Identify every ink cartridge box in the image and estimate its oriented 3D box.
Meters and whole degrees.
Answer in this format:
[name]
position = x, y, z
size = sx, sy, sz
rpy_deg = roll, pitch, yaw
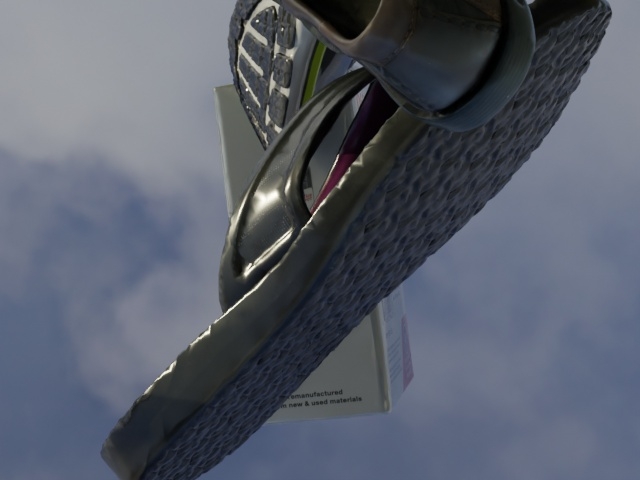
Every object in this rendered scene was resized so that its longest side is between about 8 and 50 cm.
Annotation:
[ink cartridge box]
position = 0.000, 0.000, 1.108
size = 0.114, 0.197, 0.273
rpy_deg = -6, -89, 10

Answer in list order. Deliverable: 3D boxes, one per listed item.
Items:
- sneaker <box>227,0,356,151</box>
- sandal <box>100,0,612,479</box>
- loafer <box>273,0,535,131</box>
[sneaker]
position = 0.022, -0.167, 0.901
size = 0.121, 0.300, 0.111
rpy_deg = -5, -132, -27
[sandal]
position = -0.003, -0.011, 0.847
size = 0.107, 0.446, 0.167
rpy_deg = 50, -162, 18
[loafer]
position = -0.005, -0.151, 0.605
size = 0.084, 0.096, 0.267
rpy_deg = 14, -153, -44
